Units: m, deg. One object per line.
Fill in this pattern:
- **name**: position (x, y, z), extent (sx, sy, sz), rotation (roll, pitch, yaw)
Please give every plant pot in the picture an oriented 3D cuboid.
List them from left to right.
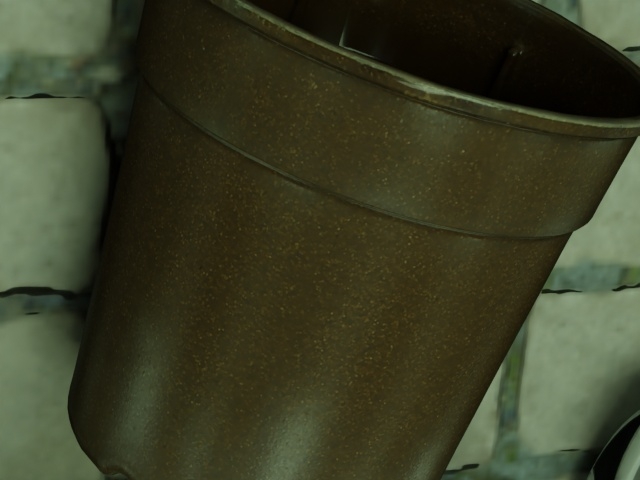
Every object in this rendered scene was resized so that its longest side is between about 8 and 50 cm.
- **plant pot**: position (0.000, 0.000, 0.596), extent (0.167, 0.167, 0.165), rotation (11, 112, -26)

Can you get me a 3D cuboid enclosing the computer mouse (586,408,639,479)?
- **computer mouse**: position (0.126, 0.137, 0.764), extent (0.106, 0.042, 0.193), rotation (12, 109, -22)
